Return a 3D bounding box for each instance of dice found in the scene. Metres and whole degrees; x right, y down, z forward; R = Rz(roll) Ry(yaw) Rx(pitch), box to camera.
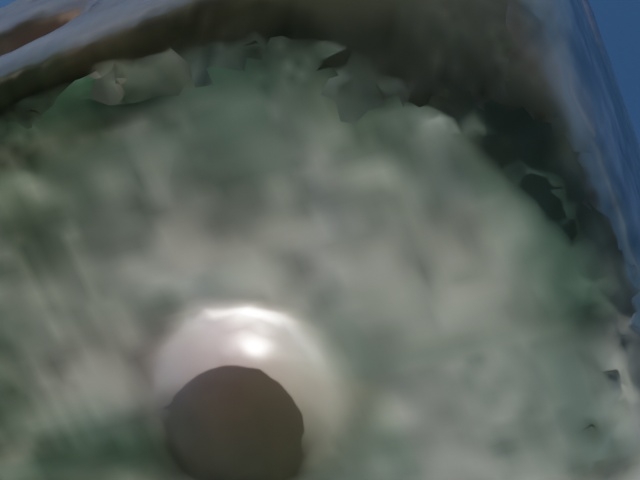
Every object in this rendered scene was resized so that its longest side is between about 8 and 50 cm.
[{"bbox_3d":[0.000,0.000,0.763,0.328,0.348,0.330,-18,-72,14],"label":"dice"}]
